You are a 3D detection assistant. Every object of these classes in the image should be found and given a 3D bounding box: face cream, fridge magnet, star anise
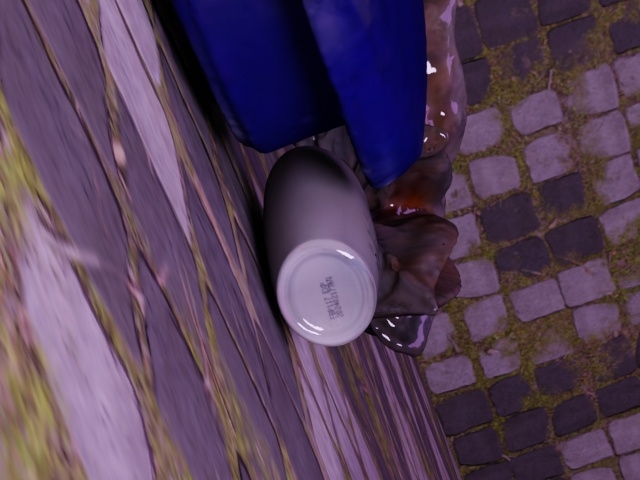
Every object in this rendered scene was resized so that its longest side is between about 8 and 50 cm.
[{"bbox_3d":[0.000,0.000,0.872,0.182,0.051,0.072,-96,168,-75],"label":"face cream"},{"bbox_3d":[-0.023,-0.145,0.827,0.265,0.113,0.265,-21,90,-88],"label":"fridge magnet"},{"bbox_3d":[0.035,-0.040,1.243,0.198,0.111,0.257,124,-33,-63],"label":"star anise"}]
